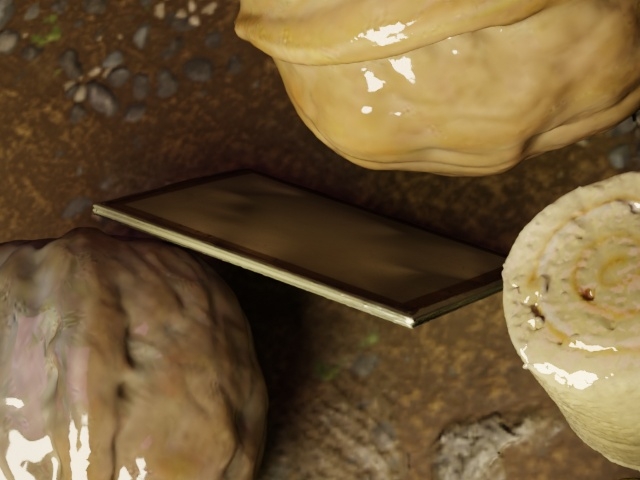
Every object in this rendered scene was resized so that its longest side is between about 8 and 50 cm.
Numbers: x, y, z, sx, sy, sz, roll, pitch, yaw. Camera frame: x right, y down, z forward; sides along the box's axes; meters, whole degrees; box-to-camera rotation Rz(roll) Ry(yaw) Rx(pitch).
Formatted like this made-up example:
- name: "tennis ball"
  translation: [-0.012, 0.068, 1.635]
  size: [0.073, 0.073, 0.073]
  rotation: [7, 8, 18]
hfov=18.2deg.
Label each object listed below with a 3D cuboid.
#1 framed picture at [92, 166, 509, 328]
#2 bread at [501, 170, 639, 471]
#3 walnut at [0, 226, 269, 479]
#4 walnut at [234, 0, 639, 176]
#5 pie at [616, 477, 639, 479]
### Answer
- name: "framed picture"
  translation: [0.000, 0.000, 1.230]
  size: [0.231, 0.173, 0.010]
  rotation: [20, 110, 29]
- name: "bread"
  translation: [0.190, 0.047, 1.132]
  size: [0.148, 0.141, 0.134]
  rotation: [-28, 57, 7]
- name: "walnut"
  translation: [-0.137, 0.102, 1.206]
  size: [0.224, 0.224, 0.224]
  rotation: [-9, 62, 17]
- name: "walnut"
  translation: [0.073, -0.183, 1.219]
  size: [0.285, 0.296, 0.285]
  rotation: [-21, 18, 7]
- name: "pie"
  translation: [0.230, 0.281, 0.988]
  size: [0.418, 0.180, 0.395]
  rotation: [-31, 52, 18]
